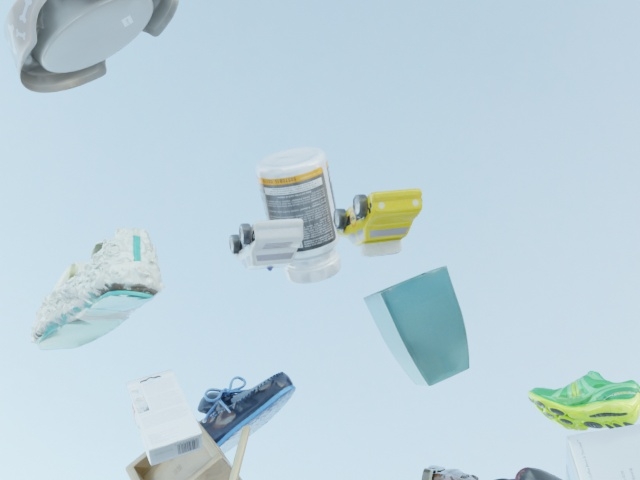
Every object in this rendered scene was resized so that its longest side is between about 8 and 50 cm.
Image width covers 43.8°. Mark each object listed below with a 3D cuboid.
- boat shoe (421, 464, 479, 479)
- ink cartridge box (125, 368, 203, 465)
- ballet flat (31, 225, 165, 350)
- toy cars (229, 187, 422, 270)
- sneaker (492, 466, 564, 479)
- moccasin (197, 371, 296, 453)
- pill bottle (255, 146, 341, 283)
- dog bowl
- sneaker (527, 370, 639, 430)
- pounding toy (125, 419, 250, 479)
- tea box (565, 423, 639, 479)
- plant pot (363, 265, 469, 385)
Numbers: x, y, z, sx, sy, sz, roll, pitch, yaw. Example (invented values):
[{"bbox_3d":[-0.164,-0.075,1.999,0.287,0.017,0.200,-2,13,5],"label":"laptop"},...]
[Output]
[{"bbox_3d":[0.199,0.387,1.161,0.104,0.307,0.111,6,-91,13],"label":"boat shoe"},{"bbox_3d":[-0.186,0.205,0.935,0.062,0.115,0.029,-14,-53,-21],"label":"ink cartridge box"},{"bbox_3d":[-0.381,0.083,1.360,0.147,0.147,0.409,38,-39,-21],"label":"ballet flat"},{"bbox_3d":[0.000,0.000,1.266,0.393,0.087,0.176,-13,-10,30],"label":"toy cars"},{"bbox_3d":[0.176,0.297,0.710,0.281,0.162,0.106,-5,-47,-42],"label":"sneaker"},{"bbox_3d":[-0.204,0.351,1.569,0.342,0.117,0.137,-38,-20,15],"label":"moccasin"},{"bbox_3d":[-0.041,-0.055,1.773,0.162,0.162,0.279,-4,-68,17],"label":"pill bottle"},{"bbox_3d":[-0.449,-0.429,1.542,0.348,0.348,0.102,-34,-92,36],"label":"dog bowl"},{"bbox_3d":[0.627,0.376,1.879,0.295,0.123,0.109,-9,-54,52],"label":"sneaker"},{"bbox_3d":[-0.157,0.352,1.152,0.181,0.206,0.094,-38,-58,-13],"label":"pounding toy"},{"bbox_3d":[0.522,0.499,1.213,0.219,0.329,0.324,-11,-42,6],"label":"tea box"},{"bbox_3d":[0.231,0.202,1.803,0.165,0.234,0.165,-21,-4,-13],"label":"plant pot"}]
